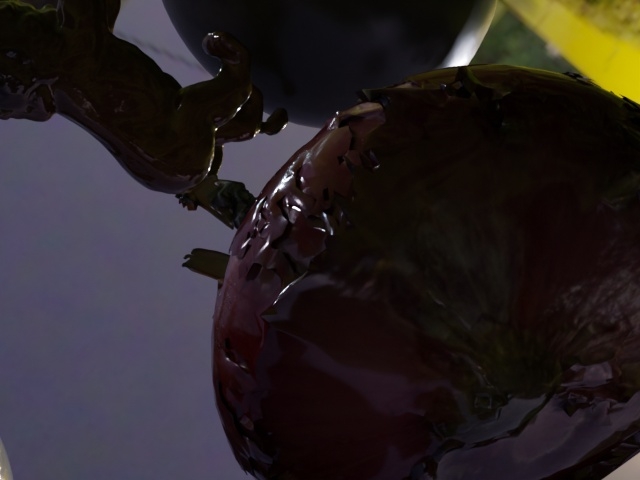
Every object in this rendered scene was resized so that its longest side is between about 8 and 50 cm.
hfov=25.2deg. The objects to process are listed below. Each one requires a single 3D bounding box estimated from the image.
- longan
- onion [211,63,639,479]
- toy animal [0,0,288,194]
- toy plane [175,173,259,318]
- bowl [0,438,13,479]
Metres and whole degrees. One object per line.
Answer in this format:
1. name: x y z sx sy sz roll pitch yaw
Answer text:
1. longan: 0.013 -0.244 1.229 0.319 0.319 0.319 37 -165 -12
2. onion: 0.041 0.014 0.490 0.184 0.184 0.147 28 -165 -38
3. toy animal: -0.160 -0.114 1.059 0.312 0.157 0.097 33 164 -24
4. toy plane: 0.004 -0.008 0.785 0.135 0.062 0.188 38 -132 12
5. bowl: -0.377 0.262 1.290 0.313 0.313 0.146 52 -176 37
